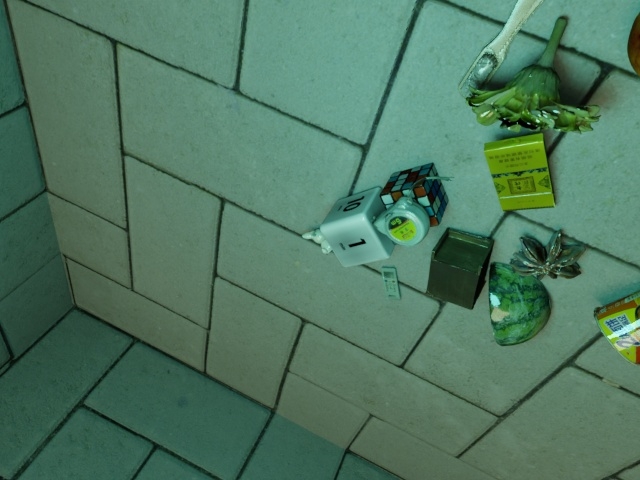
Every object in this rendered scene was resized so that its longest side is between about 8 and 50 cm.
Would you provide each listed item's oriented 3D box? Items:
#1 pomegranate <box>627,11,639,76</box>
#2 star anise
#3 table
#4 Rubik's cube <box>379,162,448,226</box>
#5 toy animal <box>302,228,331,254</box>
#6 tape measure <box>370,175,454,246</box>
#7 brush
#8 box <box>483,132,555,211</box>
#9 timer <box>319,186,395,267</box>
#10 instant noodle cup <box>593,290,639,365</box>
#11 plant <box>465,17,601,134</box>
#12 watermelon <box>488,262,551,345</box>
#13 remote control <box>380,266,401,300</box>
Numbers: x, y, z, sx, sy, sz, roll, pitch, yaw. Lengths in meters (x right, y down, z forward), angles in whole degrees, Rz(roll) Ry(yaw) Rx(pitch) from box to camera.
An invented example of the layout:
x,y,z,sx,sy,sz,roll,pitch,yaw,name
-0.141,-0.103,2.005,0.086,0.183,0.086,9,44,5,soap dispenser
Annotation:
x,y,z,sx,sy,sz,roll,pitch,yaw,name
0.768,-0.435,1.015,0.209,0.209,0.209,15,132,17,pomegranate
0.719,0.058,1.540,0.229,0.093,0.236,41,139,-15,star anise
0.475,0.089,1.630,0.169,0.172,0.193,18,132,25,table
0.306,-0.137,1.553,0.155,0.151,0.154,-10,120,34,Rubik's cube
0.004,-0.004,1.885,0.124,0.085,0.071,50,150,-9,toy animal
0.304,-0.095,1.421,0.164,0.084,0.330,41,136,-11,tape measure
0.457,-0.497,1.232,0.070,0.065,0.327,33,134,3,brush
0.578,-0.187,1.382,0.153,0.041,0.279,-5,142,30,box
0.147,-0.044,1.685,0.194,0.192,0.194,-16,118,37,timer
0.993,0.254,1.482,0.213,0.213,0.174,38,127,-5,instant noodle cup
0.535,-0.353,1.165,0.305,0.261,0.297,18,132,-7,plant
0.671,0.226,1.676,0.223,0.180,0.305,-27,115,-7,watermelon
0.282,0.173,1.911,0.061,0.029,0.162,2,123,25,remote control
